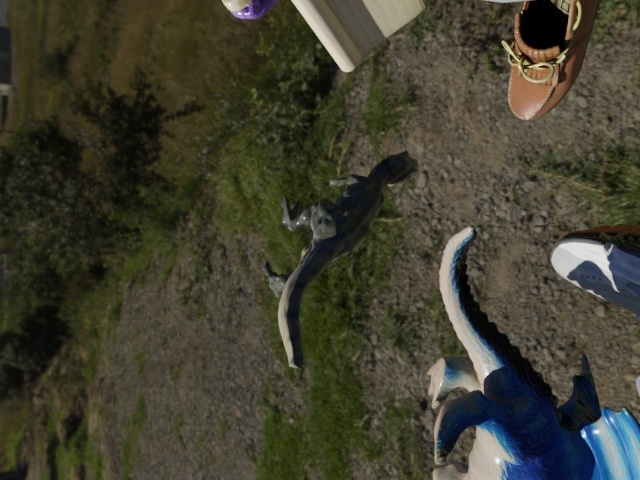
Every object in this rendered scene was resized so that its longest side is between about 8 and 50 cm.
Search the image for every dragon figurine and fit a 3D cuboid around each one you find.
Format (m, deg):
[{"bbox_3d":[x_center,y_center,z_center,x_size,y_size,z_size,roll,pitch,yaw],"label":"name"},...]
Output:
[{"bbox_3d":[0.140,0.122,0.337,0.085,0.144,0.289,-59,-36,-76],"label":"dragon figurine"}]

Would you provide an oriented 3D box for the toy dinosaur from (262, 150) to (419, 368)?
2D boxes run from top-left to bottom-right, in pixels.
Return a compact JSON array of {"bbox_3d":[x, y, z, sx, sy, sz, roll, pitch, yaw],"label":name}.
[{"bbox_3d":[0.000,0.000,0.527,0.118,0.064,0.268,-11,37,46],"label":"toy dinosaur"}]

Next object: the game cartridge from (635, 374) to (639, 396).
[{"bbox_3d":[0.486,0.076,0.478,0.068,0.230,0.355,-91,26,-50],"label":"game cartridge"}]

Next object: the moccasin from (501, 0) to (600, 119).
[{"bbox_3d":[0.395,-0.358,0.985,0.139,0.147,0.380,53,162,23],"label":"moccasin"}]

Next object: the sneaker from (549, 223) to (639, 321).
[{"bbox_3d":[0.261,0.077,0.350,0.262,0.099,0.121,29,118,37],"label":"sneaker"}]

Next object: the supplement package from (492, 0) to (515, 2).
[{"bbox_3d":[0.184,-0.344,0.570,0.105,0.105,0.179,-117,32,-68],"label":"supplement package"}]

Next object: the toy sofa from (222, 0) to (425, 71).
[{"bbox_3d":[-0.035,-0.368,0.700,0.177,0.150,0.363,-33,51,14],"label":"toy sofa"}]
